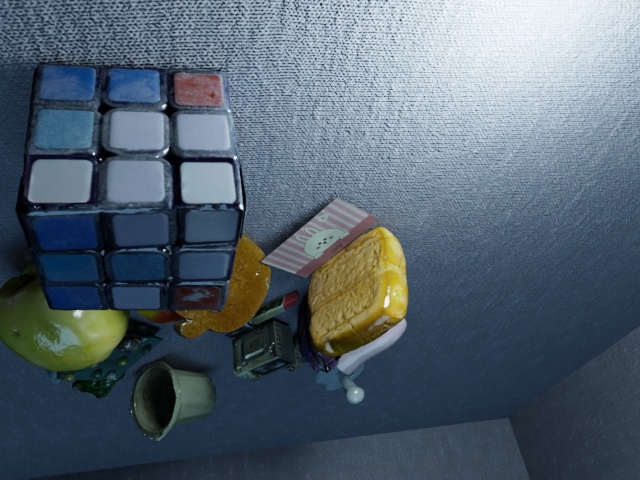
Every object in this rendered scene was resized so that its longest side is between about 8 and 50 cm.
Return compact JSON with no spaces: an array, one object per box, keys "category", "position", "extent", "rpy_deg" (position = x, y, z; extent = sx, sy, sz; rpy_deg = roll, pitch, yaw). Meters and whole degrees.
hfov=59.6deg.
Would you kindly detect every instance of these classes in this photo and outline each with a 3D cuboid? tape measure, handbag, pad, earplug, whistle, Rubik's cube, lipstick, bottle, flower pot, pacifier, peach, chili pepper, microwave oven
[{"category":"tape measure","position":[0.010,0.312,1.882],"extent":[0.149,0.245,0.232],"rpy_deg":[-2,130,-16]},{"category":"handbag","position":[-0.702,0.375,1.838],"extent":[0.274,0.100,0.268],"rpy_deg":[-36,150,16]},{"category":"pad","position":[0.000,0.000,1.570],"extent":[0.299,0.005,0.202],"rpy_deg":[-39,143,23]},{"category":"earplug","position":[0.190,0.365,2.116],"extent":[0.301,0.172,0.172],"rpy_deg":[-34,141,20]},{"category":"whistle","position":[-0.904,0.429,1.956],"extent":[0.062,0.062,0.312],"rpy_deg":[11,141,-31]},{"category":"Rubik's cube","position":[-0.345,-0.089,1.066],"extent":[0.361,0.364,0.359],"rpy_deg":[-3,144,-14]},{"category":"lipstick","position":[-0.198,0.253,1.907],"extent":[0.312,0.051,0.051],"rpy_deg":[-26,143,20]},{"category":"bottle","position":[-0.081,0.439,2.171],"extent":[0.097,0.110,0.209],"rpy_deg":[31,137,-4]},{"category":"flower pot","position":[-0.564,0.620,2.184],"extent":[0.290,0.291,0.259],"rpy_deg":[-28,155,25]},{"category":"pacifier","position":[0.117,0.581,2.351],"extent":[0.238,0.226,0.287],"rpy_deg":[-32,147,-1]},{"category":"peach","position":[-0.658,0.185,1.448],"extent":[0.315,0.314,0.281],"rpy_deg":[44,84,-25]},{"category":"chili pepper","position":[-0.811,0.511,2.081],"extent":[0.136,0.099,0.270],"rpy_deg":[37,135,-18]},{"category":"microwave oven","position":[-0.212,0.400,2.023],"extent":[0.204,0.163,0.129],"rpy_deg":[-28,144,24]},{"category":"peach","position":[-0.427,0.135,1.534],"extent":[0.190,0.190,0.192],"rpy_deg":[-21,148,15]}]

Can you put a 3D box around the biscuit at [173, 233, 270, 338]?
[{"category":"biscuit","position":[-0.287,0.118,1.495],"extent":[0.063,0.314,0.367],"rpy_deg":[22,168,39]}]

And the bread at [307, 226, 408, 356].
[{"category":"bread","position":[0.115,0.164,1.606],"extent":[0.148,0.328,0.337],"rpy_deg":[30,127,-31]}]
